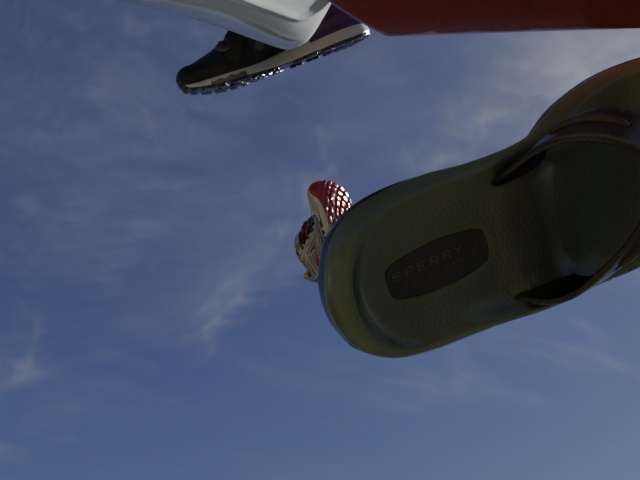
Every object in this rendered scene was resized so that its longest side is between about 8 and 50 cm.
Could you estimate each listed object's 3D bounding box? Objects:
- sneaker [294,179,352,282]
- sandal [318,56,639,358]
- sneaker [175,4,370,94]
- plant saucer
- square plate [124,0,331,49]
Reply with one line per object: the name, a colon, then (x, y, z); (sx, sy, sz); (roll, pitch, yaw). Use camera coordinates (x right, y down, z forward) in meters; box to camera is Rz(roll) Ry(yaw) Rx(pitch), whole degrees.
sneaker: (0.000, 0.000, 1.287); (0.093, 0.088, 0.225); (7, -40, 13)
sandal: (0.143, -0.017, 0.489); (0.303, 0.120, 0.086); (-28, 9, -21)
sneaker: (-0.082, -0.299, 1.235); (0.283, 0.124, 0.107); (-21, 6, -6)
plant saucer: (0.175, -0.198, 0.590); (0.258, 0.259, 0.047); (11, -54, 43)
square plate: (-0.012, -0.323, 0.703); (0.347, 0.049, 0.344); (-59, -22, 17)
